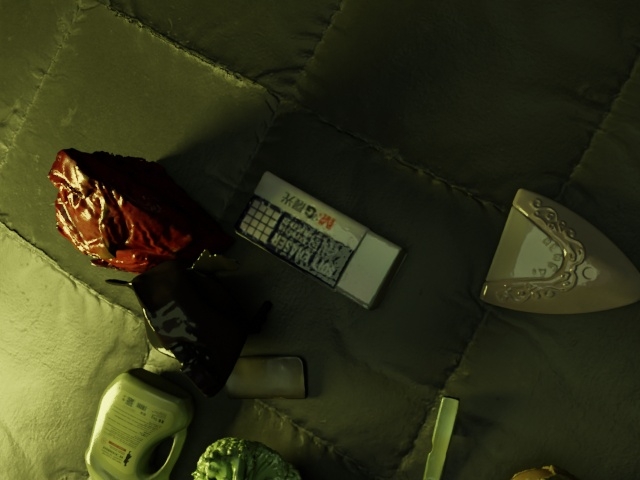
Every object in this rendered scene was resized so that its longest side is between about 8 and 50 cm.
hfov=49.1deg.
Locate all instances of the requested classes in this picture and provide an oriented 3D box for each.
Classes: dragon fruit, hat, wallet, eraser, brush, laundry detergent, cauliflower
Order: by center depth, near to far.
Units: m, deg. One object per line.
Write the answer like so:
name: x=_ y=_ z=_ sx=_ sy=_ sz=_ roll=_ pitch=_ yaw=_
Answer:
eraser: x=0.408 y=0.042 z=1.149 sx=0.243 sy=0.059 sz=0.204 roll=19 pitch=92 yaw=19
cauliflower: x=-0.133 y=0.494 z=1.168 sx=0.275 sy=0.250 sz=0.272 roll=32 pitch=93 yaw=19
brush: x=0.206 y=0.349 z=1.204 sx=0.033 sy=0.030 sz=0.179 roll=13 pitch=100 yaw=8
hat: x=-0.221 y=0.106 z=1.243 sx=0.209 sy=0.238 sz=0.336 roll=-41 pitch=36 yaw=-18
eraser: x=0.000 y=0.000 z=1.245 sx=0.287 sy=0.086 sz=0.130 roll=29 pitch=93 yaw=14
dragon fruit: x=-0.370 y=-0.075 z=1.260 sx=0.302 sy=0.330 sz=0.240 roll=-19 pitch=60 yaw=15
wallet: x=-0.101 y=0.253 z=1.291 sx=0.156 sy=0.018 sz=0.082 roll=-5 pitch=86 yaw=14
laundry detergent: x=-0.349 y=0.381 z=1.311 sx=0.181 sy=0.091 sz=0.253 roll=23 pitch=92 yaw=9

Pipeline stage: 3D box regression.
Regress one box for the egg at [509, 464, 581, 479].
egg: x=0.353 y=0.468 z=1.074 sx=0.195 sy=0.195 sz=0.233 roll=4 pitch=96 yaw=15
